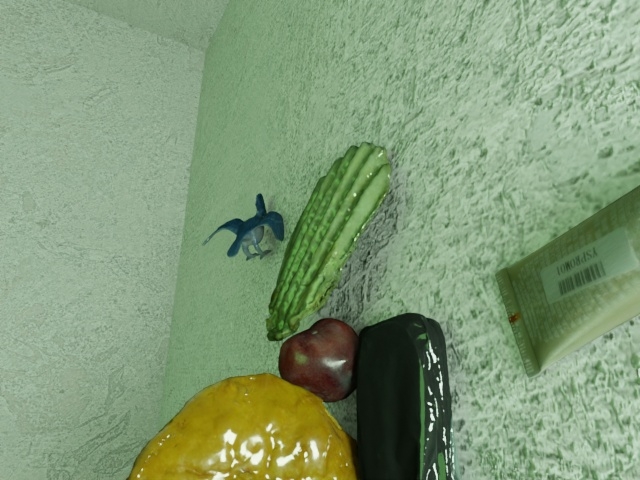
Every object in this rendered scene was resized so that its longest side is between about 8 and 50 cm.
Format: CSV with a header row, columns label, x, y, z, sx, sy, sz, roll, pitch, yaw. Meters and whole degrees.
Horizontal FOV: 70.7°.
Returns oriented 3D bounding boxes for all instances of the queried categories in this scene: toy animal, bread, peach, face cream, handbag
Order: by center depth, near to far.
label,x,y,z,sx,sy,sz,roll,pitch,yaw
face cream,0.291,0.010,0.420,0.341,0.084,0.138,123,148,-50
handbag,0.117,0.278,0.637,0.191,0.074,0.333,-35,52,53
bread,-0.121,0.410,0.693,0.215,0.397,0.399,143,132,-64
peach,0.010,0.209,0.804,0.152,0.151,0.152,-31,54,55
toy animal,-0.204,-0.032,1.271,0.255,0.238,0.177,-40,-63,-70

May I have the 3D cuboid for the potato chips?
label,x,y,z,sx,sy,sz,roll,pitch,yaw
potato chips,0.000,0.000,0.912,0.430,0.070,0.358,-64,16,2
